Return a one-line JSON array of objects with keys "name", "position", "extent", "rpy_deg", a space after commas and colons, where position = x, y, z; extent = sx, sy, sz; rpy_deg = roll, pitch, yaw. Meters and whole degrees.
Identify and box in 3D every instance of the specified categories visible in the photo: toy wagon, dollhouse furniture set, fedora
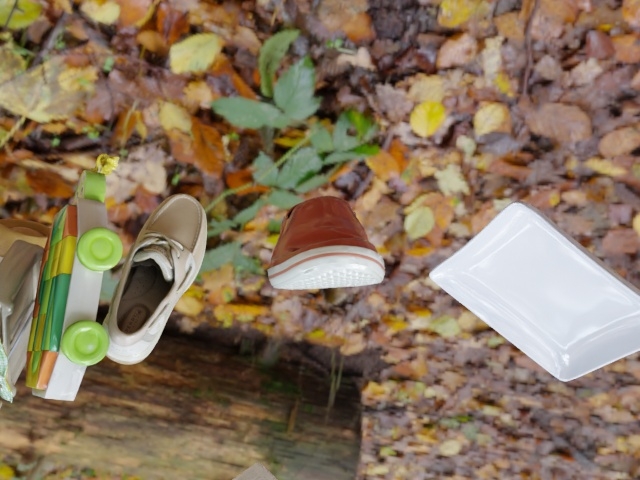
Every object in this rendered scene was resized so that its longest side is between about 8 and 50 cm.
[{"name": "toy wagon", "position": [-0.342, 0.044, 1.111], "extent": [0.068, 0.344, 0.267], "rpy_deg": [11, 168, -27]}, {"name": "dollhouse furniture set", "position": [-0.510, 0.144, 1.134], "extent": [0.151, 0.301, 0.197], "rpy_deg": [12, 125, -4]}, {"name": "fedora", "position": [-0.520, 0.010, 1.389], "extent": [0.195, 0.079, 0.194], "rpy_deg": [10, -169, -2]}]

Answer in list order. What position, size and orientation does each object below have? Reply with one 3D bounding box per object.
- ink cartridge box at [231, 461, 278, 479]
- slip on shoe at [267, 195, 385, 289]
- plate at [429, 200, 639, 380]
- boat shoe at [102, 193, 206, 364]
[{"name": "ink cartridge box", "position": [-0.078, 0.360, 0.904], "extent": [0.092, 0.159, 0.218], "rpy_deg": [62, 162, -13]}, {"name": "slip on shoe", "position": [0.000, 0.000, 0.915], "extent": [0.123, 0.101, 0.331], "rpy_deg": [-2, -176, -4]}, {"name": "plate", "position": [0.328, 0.074, 1.163], "extent": [0.277, 0.045, 0.278], "rpy_deg": [39, 150, 1]}, {"name": "boat shoe", "position": [-0.243, 0.038, 1.213], "extent": [0.109, 0.302, 0.098], "rpy_deg": [23, 145, -4]}]
